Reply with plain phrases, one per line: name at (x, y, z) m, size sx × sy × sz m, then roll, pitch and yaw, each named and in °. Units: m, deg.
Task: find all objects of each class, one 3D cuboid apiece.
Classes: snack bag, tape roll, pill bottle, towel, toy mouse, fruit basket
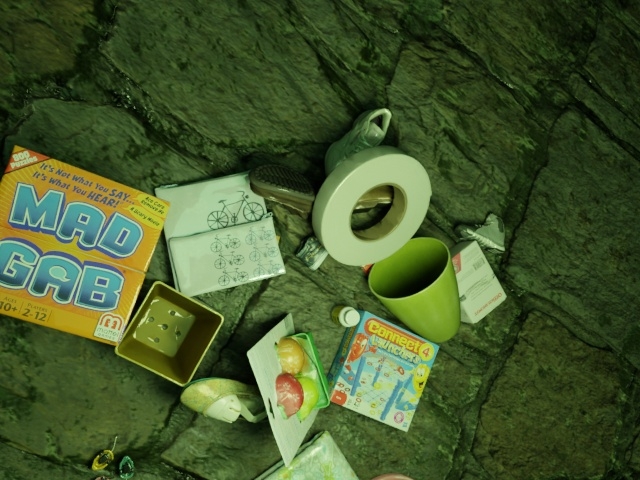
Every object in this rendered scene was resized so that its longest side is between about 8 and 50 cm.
snack bag at (-0.294, -0.029, 1.661) m, size 0.322 × 0.037 × 0.343 m, roll -12°, pitch 84°, yaw -10°
tape roll at (0.161, -0.099, 1.727) m, size 0.391 × 0.072 × 0.392 m, roll -16°, pitch 128°, yaw -21°
pill bottle at (0.080, 0.241, 1.801) m, size 0.065 × 0.116 × 0.065 m, roll 1°, pitch 87°, yaw -20°
towel at (-0.048, 0.819, 1.717) m, size 0.374 × 0.090 × 0.321 m, roll -32°, pitch 94°, yaw -12°
toy mouse at (-0.579, 0.653, 1.584) m, size 0.143 × 0.031 × 0.161 m, roll 47°, pitch 74°, yaw -13°
fruit basket at (-0.103, 0.411, 1.620) m, size 0.165 × 0.353 × 0.327 m, roll -16°, pitch 96°, yaw 23°

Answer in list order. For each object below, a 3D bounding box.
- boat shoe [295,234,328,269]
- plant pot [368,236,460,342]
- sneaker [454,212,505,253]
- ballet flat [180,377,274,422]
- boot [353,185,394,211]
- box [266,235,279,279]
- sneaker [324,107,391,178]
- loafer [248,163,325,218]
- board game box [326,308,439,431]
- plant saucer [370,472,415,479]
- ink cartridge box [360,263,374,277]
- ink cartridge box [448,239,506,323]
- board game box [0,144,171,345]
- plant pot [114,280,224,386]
boat shoe at (0.000, 0.000, 1.805) m, size 0.083 × 0.065 × 0.183 m, roll 40°, pitch 77°, yaw -19°
plant pot at (0.341, 0.187, 1.846) m, size 0.275 × 0.274 × 0.294 m, roll -43°, pitch 122°, yaw -17°
sneaker at (0.576, -0.048, 2.025) m, size 0.228 × 0.086 × 0.132 m, roll 23°, pitch 75°, yaw -29°
ballet flat at (-0.238, 0.460, 1.588) m, size 0.348 × 0.123 × 0.123 m, roll 28°, pitch 76°, yaw -53°
boot at (0.220, -0.163, 1.880) m, size 0.305 × 0.112 × 0.115 m, roll -6°, pitch 80°, yaw -19°
box at (-0.163, 0.051, 1.735) m, size 0.028 × 0.081 × 0.136 m, roll 18°, pitch 81°, yaw -19°
sneaker at (0.119, -0.311, 1.817) m, size 0.114 × 0.152 × 0.305 m, roll 37°, pitch 78°, yaw -18°
loafer at (-0.064, -0.121, 1.713) m, size 0.365 × 0.134 × 0.130 m, roll 14°, pitch 125°, yaw -33°
board game box at (0.198, 0.425, 1.856) m, size 0.308 × 0.086 × 0.302 m, roll 26°, pitch 80°, yaw -18°
plant saucer at (0.238, 0.944, 1.855) m, size 0.331 × 0.084 × 0.333 m, roll 1°, pitch 88°, yaw -21°
ink cartridge box at (0.156, 0.065, 1.882) m, size 0.063 × 0.029 × 0.115 m, roll -41°, pitch 102°, yaw -17°
ink cartridge box at (0.513, 0.144, 1.977) m, size 0.172 × 0.100 × 0.237 m, roll -34°, pitch 99°, yaw -18°
board game box at (-0.621, 0.023, 1.415) m, size 0.356 × 0.356 × 0.357 m, roll 21°, pitch 81°, yaw -19°
plant pot at (-0.424, 0.250, 1.573) m, size 0.212 × 0.187 × 0.212 m, roll 32°, pitch 78°, yaw -16°
